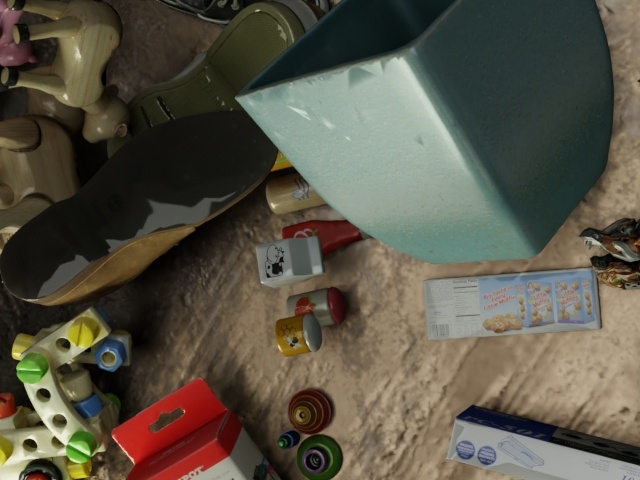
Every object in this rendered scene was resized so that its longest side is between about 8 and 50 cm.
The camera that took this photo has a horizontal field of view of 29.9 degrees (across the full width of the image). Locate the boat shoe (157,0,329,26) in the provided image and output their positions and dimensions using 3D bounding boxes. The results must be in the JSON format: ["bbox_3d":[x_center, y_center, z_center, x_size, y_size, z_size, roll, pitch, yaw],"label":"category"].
[{"bbox_3d":[-0.101,-0.265,1.298,0.219,0.070,0.078,14,94,16],"label":"boat shoe"}]

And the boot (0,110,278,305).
[{"bbox_3d":[-0.174,-0.030,1.227,0.305,0.115,0.112,-30,70,4],"label":"boot"}]

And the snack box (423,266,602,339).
[{"bbox_3d":[0.196,0.065,1.233,0.178,0.022,0.064,-5,88,17],"label":"snack box"}]

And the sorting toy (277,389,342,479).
[{"bbox_3d":[-0.016,0.213,1.286,0.061,0.042,0.102,-12,87,16],"label":"sorting toy"}]

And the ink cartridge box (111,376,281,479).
[{"bbox_3d":[-0.116,0.276,1.264,0.134,0.078,0.231,-33,100,14],"label":"ink cartridge box"}]

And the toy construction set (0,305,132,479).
[{"bbox_3d":[-0.358,0.180,1.333,0.327,0.151,0.215,-3,109,23],"label":"toy construction set"}]

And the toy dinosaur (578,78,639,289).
[{"bbox_3d":[0.397,-0.070,1.134,0.322,0.164,0.218,-27,97,-3],"label":"toy dinosaur"}]

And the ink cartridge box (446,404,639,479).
[{"bbox_3d":[0.237,0.214,1.181,0.207,0.097,0.046,12,94,17],"label":"ink cartridge box"}]

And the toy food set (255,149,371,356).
[{"bbox_3d":[0.000,0.000,1.242,0.104,0.111,0.232,-13,75,16],"label":"toy food set"}]

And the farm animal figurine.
[{"bbox_3d":[-0.301,-0.118,1.290,0.330,0.172,0.327,0,92,54],"label":"farm animal figurine"}]

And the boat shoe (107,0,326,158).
[{"bbox_3d":[-0.106,-0.150,1.282,0.302,0.103,0.113,-32,88,35],"label":"boat shoe"}]

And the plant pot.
[{"bbox_3d":[0.129,-0.118,1.113,0.247,0.248,0.252,-7,124,51],"label":"plant pot"}]
